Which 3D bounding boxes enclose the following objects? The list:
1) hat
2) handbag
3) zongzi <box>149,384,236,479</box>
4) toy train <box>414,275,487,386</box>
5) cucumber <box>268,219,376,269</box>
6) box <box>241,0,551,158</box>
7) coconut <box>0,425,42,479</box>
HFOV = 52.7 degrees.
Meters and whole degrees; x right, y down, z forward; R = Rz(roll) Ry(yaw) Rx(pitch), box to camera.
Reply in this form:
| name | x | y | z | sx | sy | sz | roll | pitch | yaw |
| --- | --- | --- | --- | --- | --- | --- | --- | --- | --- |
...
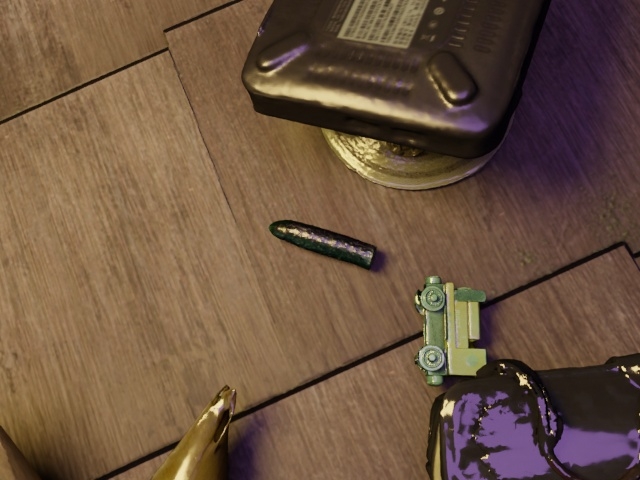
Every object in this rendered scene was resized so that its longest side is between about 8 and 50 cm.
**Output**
| name | x | y | z | sx | sy | sz | roll | pitch | yaw |
| --- | --- | --- | --- | --- | --- | --- | --- | --- | --- |
| hat | 0.113 | -0.192 | 0.760 | 0.251 | 0.110 | 0.252 | -2 | 75 | 7 |
| handbag | 0.227 | 0.202 | 0.606 | 0.254 | 0.181 | 0.181 | -6 | 74 | 6 |
| zongzi | -0.095 | 0.339 | 0.642 | 0.260 | 0.123 | 0.289 | 40 | 79 | 10 |
| toy train | 0.142 | 0.099 | 0.712 | 0.081 | 0.050 | 0.122 | 2 | 75 | 2 |
| cucumber | 0.000 | 0.000 | 0.762 | 0.133 | 0.032 | 0.032 | 18 | 78 | 12 |
| box | 0.087 | -0.237 | 0.683 | 0.288 | 0.073 | 0.290 | 16 | 69 | 21 |
| coconut | -0.393 | 0.289 | 0.604 | 0.328 | 0.329 | 0.329 | -2 | 75 | 6 |
